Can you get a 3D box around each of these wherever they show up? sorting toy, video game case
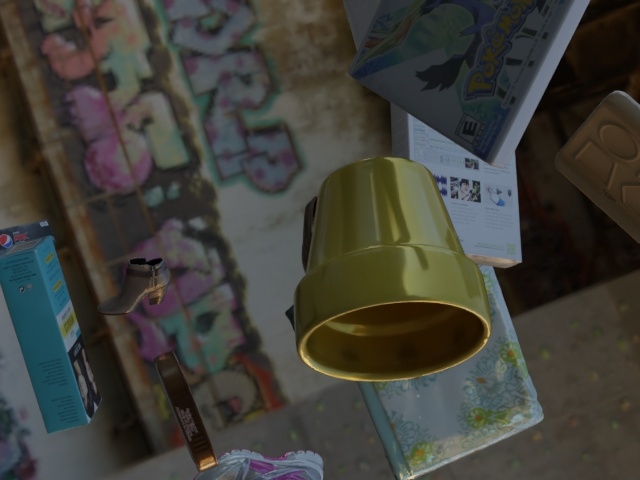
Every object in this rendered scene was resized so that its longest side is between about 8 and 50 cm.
[{"bbox_3d":[0.443,-0.102,1.785,0.193,0.038,0.208,43,-26,6],"label":"sorting toy"},{"bbox_3d":[0.193,-0.296,1.555,0.300,0.036,0.329,39,-70,44],"label":"video game case"}]

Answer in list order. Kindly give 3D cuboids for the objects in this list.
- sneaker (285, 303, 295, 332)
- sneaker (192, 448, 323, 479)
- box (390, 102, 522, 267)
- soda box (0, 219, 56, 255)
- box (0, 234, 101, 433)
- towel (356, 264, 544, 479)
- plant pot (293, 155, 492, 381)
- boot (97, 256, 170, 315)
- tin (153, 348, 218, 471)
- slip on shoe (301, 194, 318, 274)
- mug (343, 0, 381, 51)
[{"bbox_3d":[-0.004,0.148,2.199,0.076,0.065,0.166,52,10,30],"label":"sneaker"},{"bbox_3d":[-0.097,0.425,2.149,0.111,0.252,0.103,-115,-147,-43],"label":"sneaker"},{"bbox_3d":[0.231,-0.123,2.165,0.058,0.232,0.322,-23,-117,57],"label":"box"},{"bbox_3d":[-0.613,0.006,2.513,0.060,0.169,0.053,-30,-101,42],"label":"soda box"},{"bbox_3d":[-0.361,0.124,1.690,0.100,0.060,0.244,-90,165,-78],"label":"box"},{"bbox_3d":[0.229,0.247,2.408,0.090,0.320,0.375,-120,-171,-72],"label":"towel"},{"bbox_3d":[0.086,0.030,1.679,0.254,0.253,0.239,105,-18,-60],"label":"plant pot"},{"bbox_3d":[-0.291,0.067,1.965,0.042,0.118,0.087,-123,-153,-48],"label":"boot"},{"bbox_3d":[-0.199,0.252,1.869,0.106,0.040,0.190,-140,-151,-76],"label":"tin"},{"bbox_3d":[0.000,0.000,1.807,0.041,0.051,0.135,109,-17,-65],"label":"slip on shoe"},{"bbox_3d":[0.123,-0.468,1.870,0.276,0.374,0.328,-15,-90,29],"label":"mug"}]
